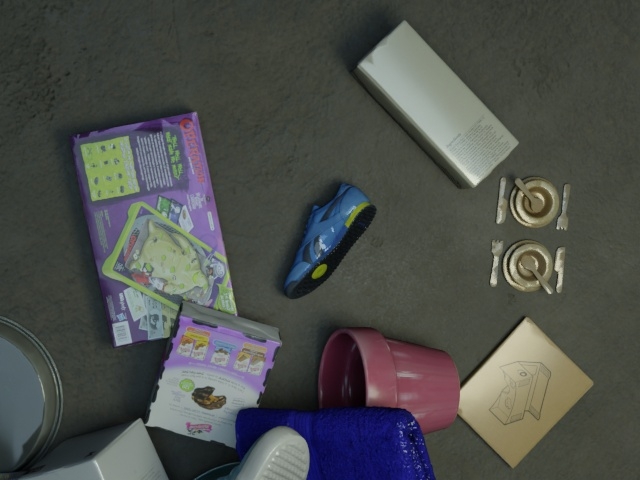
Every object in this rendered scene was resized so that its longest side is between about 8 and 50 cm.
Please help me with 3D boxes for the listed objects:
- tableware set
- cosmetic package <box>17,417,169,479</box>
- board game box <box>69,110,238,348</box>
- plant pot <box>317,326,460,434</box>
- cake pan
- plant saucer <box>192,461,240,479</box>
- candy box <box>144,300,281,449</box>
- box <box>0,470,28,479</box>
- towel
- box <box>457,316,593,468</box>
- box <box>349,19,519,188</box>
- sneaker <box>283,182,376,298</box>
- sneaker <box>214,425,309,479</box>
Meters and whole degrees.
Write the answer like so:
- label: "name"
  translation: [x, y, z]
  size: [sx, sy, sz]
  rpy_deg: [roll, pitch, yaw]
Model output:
- label: "tableware set"
  translation: [0.356, -0.010, 1.723]
  size: [0.128, 0.039, 0.194]
  rpy_deg: [5, 91, -7]
- label: "cosmetic package"
  translation: [-0.331, 0.396, 1.572]
  size: [0.151, 0.151, 0.184]
  rpy_deg: [-19, 98, 22]
- label: "board game box"
  translation: [-0.263, -0.017, 1.650]
  size: [0.208, 0.056, 0.347]
  rpy_deg: [-11, 93, -2]
- label: "plant pot"
  translation: [0.114, 0.239, 1.637]
  size: [0.180, 0.201, 0.201]
  rpy_deg: [3, 91, -22]
- label: "cake pan"
  translation: [-0.557, 0.258, 1.620]
  size: [0.293, 0.054, 0.293]
  rpy_deg: [0, 92, -6]
- label: "plant saucer"
  translation: [-0.117, 0.513, 1.684]
  size: [0.317, 0.044, 0.318]
  rpy_deg: [0, 91, -7]
- label: "candy box"
  translation: [-0.171, 0.214, 1.627]
  size: [0.165, 0.070, 0.196]
  rpy_deg: [17, 105, -11]
- label: "box"
  translation: [-0.546, 0.458, 1.598]
  size: [0.231, 0.056, 0.183]
  rpy_deg: [-5, 111, -6]
- label: "towel"
  translation: [0.021, 0.356, 1.536]
  size: [0.308, 0.076, 0.228]
  rpy_deg: [-8, 110, 32]
- label: "box"
  translation: [0.335, 0.256, 1.738]
  size: [0.164, 0.021, 0.201]
  rpy_deg: [45, 87, -6]
- label: "box"
  translation: [0.182, -0.216, 1.669]
  size: [0.113, 0.094, 0.275]
  rpy_deg: [-43, 95, -4]
- label: "sneaker"
  translation: [0.000, 0.000, 1.678]
  size: [0.082, 0.069, 0.209]
  rpy_deg: [41, 97, 27]
- label: "sneaker"
  translation: [-0.142, 0.398, 1.534]
  size: [0.150, 0.135, 0.366]
  rpy_deg: [40, 118, 31]
